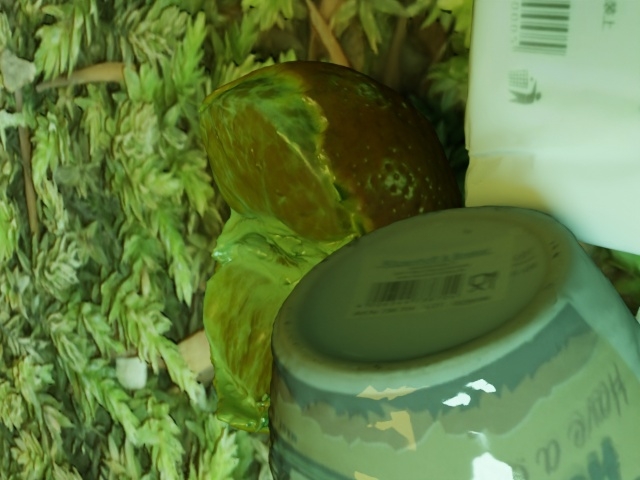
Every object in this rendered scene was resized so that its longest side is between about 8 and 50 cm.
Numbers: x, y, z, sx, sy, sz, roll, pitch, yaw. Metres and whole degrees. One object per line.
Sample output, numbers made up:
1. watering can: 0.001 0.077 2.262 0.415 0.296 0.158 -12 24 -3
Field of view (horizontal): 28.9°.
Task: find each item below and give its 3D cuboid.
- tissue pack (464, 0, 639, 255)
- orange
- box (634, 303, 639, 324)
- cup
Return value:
1. tissue pack: 0.213 -0.163 0.553 0.266 0.194 0.356 15 108 41
2. orange: 0.004 0.002 0.801 0.179 0.158 0.237 14 109 48
3. box: 0.205 0.132 0.705 0.112 0.048 0.175 34 118 36
4. cup: 0.118 0.119 0.560 0.301 0.227 0.257 -11 120 15
